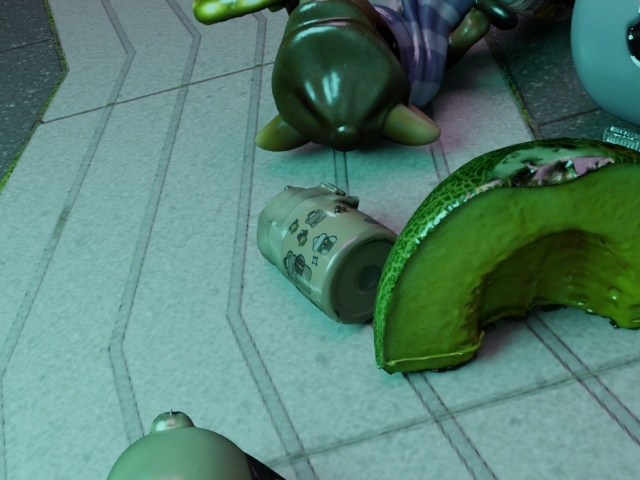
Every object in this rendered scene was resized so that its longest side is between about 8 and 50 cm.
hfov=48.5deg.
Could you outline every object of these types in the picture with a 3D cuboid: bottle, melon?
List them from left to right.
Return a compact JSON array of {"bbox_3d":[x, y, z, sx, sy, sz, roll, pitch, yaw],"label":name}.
[{"bbox_3d":[-0.001,0.000,0.637,0.099,0.099,0.152,-30,38,-20],"label":"bottle"},{"bbox_3d":[0.159,-0.013,0.546,0.265,0.169,0.129,-10,38,2],"label":"melon"}]

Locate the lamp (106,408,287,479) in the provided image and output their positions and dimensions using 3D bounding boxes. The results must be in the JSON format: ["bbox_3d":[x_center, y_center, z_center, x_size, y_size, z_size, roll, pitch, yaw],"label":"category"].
[{"bbox_3d":[-0.088,0.202,0.366,0.197,0.198,0.244,-10,16,4],"label":"lamp"}]

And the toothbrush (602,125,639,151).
[{"bbox_3d":[0.385,-0.050,0.640,0.024,0.026,0.288,-33,44,-26],"label":"toothbrush"}]

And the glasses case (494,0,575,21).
[{"bbox_3d":[0.271,-0.330,0.875,0.321,0.082,0.122,-18,61,-48],"label":"glasses case"}]

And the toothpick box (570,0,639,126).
[{"bbox_3d":[0.396,-0.184,0.643,0.263,0.263,0.354,-28,38,-17],"label":"toothpick box"}]

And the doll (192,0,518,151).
[{"bbox_3d":[0.050,-0.245,0.822,0.317,0.209,0.340,12,42,18],"label":"doll"}]
